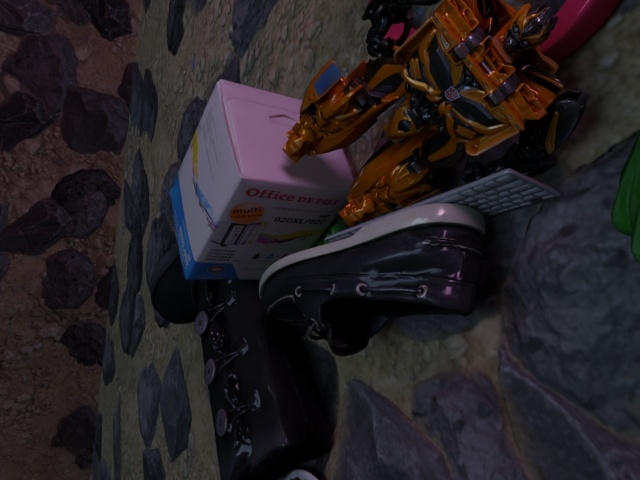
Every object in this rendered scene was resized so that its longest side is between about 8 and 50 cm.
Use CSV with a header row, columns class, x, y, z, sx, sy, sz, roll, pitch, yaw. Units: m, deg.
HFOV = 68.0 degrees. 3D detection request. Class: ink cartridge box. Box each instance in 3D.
class,x,y,z,sx,sy,sz,roll,pitch,yaw
ink cartridge box,-0.093,-0.071,0.680,0.233,0.171,0.168,-50,48,43

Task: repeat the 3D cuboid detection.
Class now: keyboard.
class,x,y,z,sx,sy,sz,roll,pitch,yaw
keyboard,0.103,-0.020,0.483,0.256,0.072,0.014,-21,66,54

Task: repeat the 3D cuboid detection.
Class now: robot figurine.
class,x,y,z,sx,sy,sz,roll,pitch,yaw
robot figurine,0.082,-0.112,0.441,0.211,0.085,0.291,47,152,-9

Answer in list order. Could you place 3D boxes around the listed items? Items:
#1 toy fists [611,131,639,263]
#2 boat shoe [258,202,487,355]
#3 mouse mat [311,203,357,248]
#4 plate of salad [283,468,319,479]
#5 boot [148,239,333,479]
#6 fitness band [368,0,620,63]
class,x,y,z,sx,sy,sz,roll,pitch,yaw
toy fists,0.277,-0.011,0.207,0.279,0.096,0.142,30,102,55
boat shoe,0.035,0.070,0.532,0.340,0.127,0.113,-23,58,43
mouse mat,0.000,0.000,0.697,0.152,0.007,0.190,31,114,53
plate of salad,-0.022,0.430,0.663,0.199,0.048,0.200,-5,84,57
boot,-0.171,0.204,0.833,0.367,0.146,0.445,-54,50,41
fitness band,0.153,-0.270,0.450,0.291,0.054,0.209,48,124,45
